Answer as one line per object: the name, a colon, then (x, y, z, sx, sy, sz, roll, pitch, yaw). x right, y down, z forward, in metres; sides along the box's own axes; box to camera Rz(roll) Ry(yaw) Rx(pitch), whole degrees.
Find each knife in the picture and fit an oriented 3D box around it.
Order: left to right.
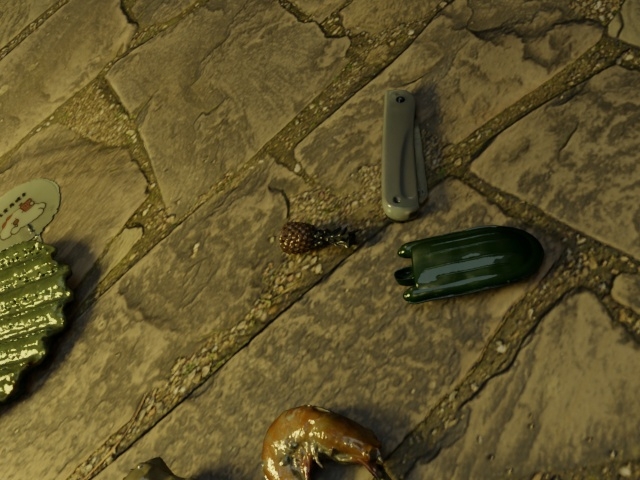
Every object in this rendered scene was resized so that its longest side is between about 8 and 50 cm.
knife: (0.135, -0.145, 1.076, 0.073, 0.040, 0.265, -3, 57, 7)

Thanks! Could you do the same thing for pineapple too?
pineapple: (0.000, 0.000, 1.030, 0.124, 0.058, 0.058, 6, 61, 17)

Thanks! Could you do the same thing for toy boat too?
toy boat: (0.206, 0.030, 0.923, 0.210, 0.052, 0.104, -13, 52, 13)

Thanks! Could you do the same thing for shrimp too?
shrimp: (0.005, 0.286, 0.845, 0.187, 0.052, 0.132, 4, 72, 33)

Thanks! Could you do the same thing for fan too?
fan: (-0.572, -0.019, 1.298, 0.191, 0.009, 0.329, -44, 53, -10)

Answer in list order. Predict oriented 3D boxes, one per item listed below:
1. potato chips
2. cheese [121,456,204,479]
potato chips: (-0.630, 0.174, 1.158, 0.429, 0.070, 0.358, -16, 52, 12)
cheese: (-0.182, 0.386, 0.822, 0.202, 0.091, 0.175, 14, 64, 27)
